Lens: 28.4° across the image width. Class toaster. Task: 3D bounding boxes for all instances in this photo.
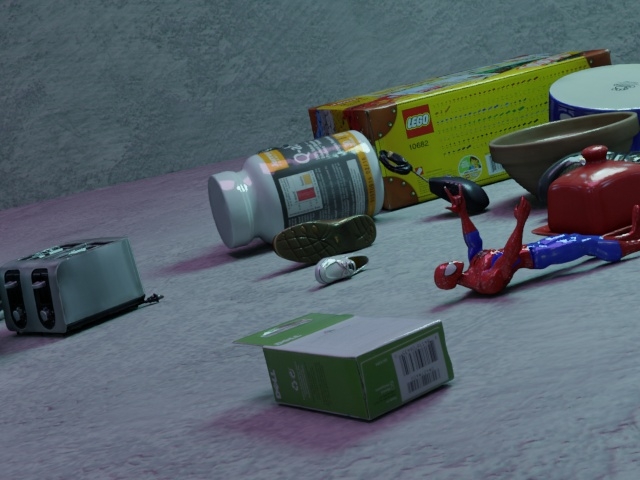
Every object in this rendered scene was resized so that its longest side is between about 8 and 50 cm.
[{"bbox_3d":[-0.367,0.066,1.900,0.168,0.110,0.185,-2,14,46],"label":"toaster"}]

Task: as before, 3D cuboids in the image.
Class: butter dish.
[{"bbox_3d":[0.370,-0.067,1.664,0.160,0.118,0.160,-16,11,-20],"label":"butter dish"}]

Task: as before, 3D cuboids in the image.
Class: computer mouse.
[{"bbox_3d":[0.187,-0.110,2.106,0.242,0.041,0.071,30,25,37],"label":"computer mouse"}]

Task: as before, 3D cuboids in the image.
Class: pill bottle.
[{"bbox_3d":[-0.043,-0.084,2.189,0.278,0.162,0.162,-16,10,-17],"label":"pill bottle"}]

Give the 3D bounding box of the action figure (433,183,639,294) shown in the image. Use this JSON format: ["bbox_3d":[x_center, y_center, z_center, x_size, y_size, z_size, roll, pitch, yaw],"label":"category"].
[{"bbox_3d":[0.259,-0.020,1.508,0.280,0.139,0.091,-17,9,-9],"label":"action figure"}]

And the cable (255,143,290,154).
[{"bbox_3d":[-0.086,-0.100,2.308,0.150,0.184,0.047,-32,49,7],"label":"cable"}]

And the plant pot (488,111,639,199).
[{"bbox_3d":[0.393,-0.128,2.012,0.237,0.110,0.237,-12,9,2],"label":"plant pot"}]

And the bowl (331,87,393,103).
[{"bbox_3d":[0.149,-0.262,2.963,0.311,0.163,0.311,-12,10,2],"label":"bowl"}]

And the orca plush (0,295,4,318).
[{"bbox_3d":[-0.568,0.098,2.004,0.287,0.102,0.151,-21,12,-40],"label":"orca plush"}]

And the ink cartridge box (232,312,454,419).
[{"bbox_3d":[0.018,0.117,1.229,0.109,0.062,0.209,-20,11,-35],"label":"ink cartridge box"}]

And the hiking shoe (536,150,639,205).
[{"bbox_3d":[0.429,-0.093,1.833,0.227,0.086,0.114,-12,6,0],"label":"hiking shoe"}]

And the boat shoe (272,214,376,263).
[{"bbox_3d":[0.000,0.000,1.957,0.178,0.064,0.060,-11,2,-31],"label":"boat shoe"}]

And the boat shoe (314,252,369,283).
[{"bbox_3d":[0.032,0.037,1.769,0.035,0.035,0.100,-9,4,40],"label":"boat shoe"}]

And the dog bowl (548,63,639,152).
[{"bbox_3d":[0.531,-0.222,2.206,0.265,0.104,0.265,-7,23,3],"label":"dog bowl"}]

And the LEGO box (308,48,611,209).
[{"bbox_3d":[0.278,-0.223,2.471,0.500,0.193,0.372,-15,10,-15],"label":"LEGO box"}]
